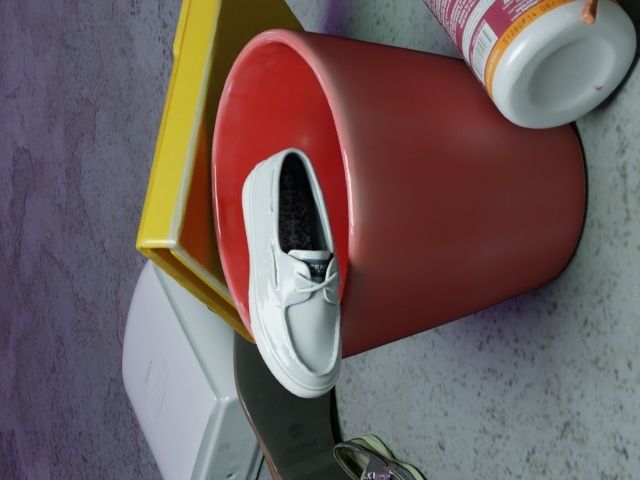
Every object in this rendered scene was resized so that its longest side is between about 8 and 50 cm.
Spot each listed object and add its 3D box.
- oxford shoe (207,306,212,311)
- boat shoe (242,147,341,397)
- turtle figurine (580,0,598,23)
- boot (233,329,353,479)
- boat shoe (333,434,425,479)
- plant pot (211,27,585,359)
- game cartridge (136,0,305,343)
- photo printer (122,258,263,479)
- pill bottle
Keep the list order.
[{"bbox_3d":[-0.067,0.009,1.675,0.096,0.083,0.227,35,130,35],"label":"oxford shoe"},{"bbox_3d":[-0.013,0.021,1.039,0.063,0.066,0.184,140,130,-60],"label":"boat shoe"},{"bbox_3d":[0.279,-0.181,0.919,0.269,0.087,0.217,-103,34,-49],"label":"turtle figurine"},{"bbox_3d":[-0.039,0.210,1.623,0.115,0.112,0.305,123,133,-66],"label":"boot"},{"bbox_3d":[0.063,0.251,1.477,0.152,0.049,0.056,30,121,58],"label":"boat shoe"},{"bbox_3d":[0.069,-0.043,1.192,0.275,0.243,0.275,21,114,61],"label":"plant pot"},{"bbox_3d":[-0.075,-0.092,1.384,0.285,0.053,0.323,49,-136,-60],"label":"game cartridge"},{"bbox_3d":[-0.171,0.175,1.862,0.307,0.107,0.256,59,144,40],"label":"photo printer"},{"bbox_3d":[0.149,-0.202,1.138,0.221,0.121,0.121,62,146,37],"label":"pill bottle"}]
